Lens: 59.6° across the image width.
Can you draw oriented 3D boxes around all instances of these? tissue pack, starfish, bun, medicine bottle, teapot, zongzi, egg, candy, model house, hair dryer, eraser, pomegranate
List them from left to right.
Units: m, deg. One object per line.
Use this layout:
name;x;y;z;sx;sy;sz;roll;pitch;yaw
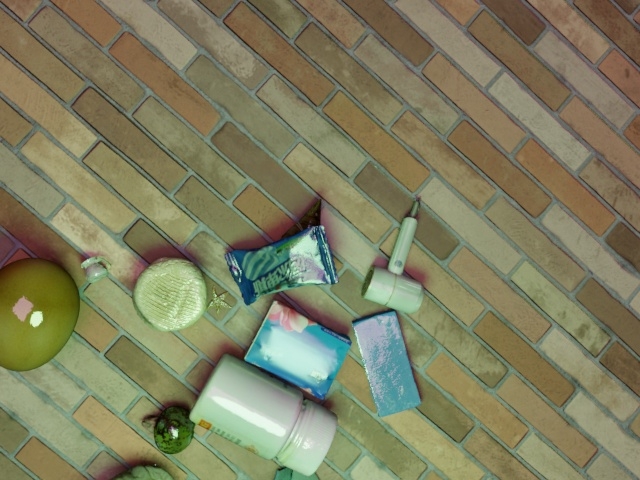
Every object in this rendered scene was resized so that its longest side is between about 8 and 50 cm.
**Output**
egg;-0.809;0.206;1.553;0.250;0.250;0.322;15;94;-4
teapot;-0.665;0.080;1.657;0.083;0.064;0.064;-34;85;1
bun;-0.524;0.761;1.592;0.282;0.281;0.204;-36;59;-3
bun;-0.438;0.156;1.639;0.221;0.134;0.220;0;83;-4
pomegranate;-0.444;0.555;1.663;0.126;0.163;0.138;-10;110;-42
starfish;-0.318;0.186;1.708;0.092;0.016;0.086;-34;91;-1
medicine bottle;-0.162;0.504;1.621;0.389;0.219;0.219;28;89;-4
candy;-0.113;0.079;1.643;0.331;0.077;0.187;-15;102;18
model house;-0.095;0.758;1.694;0.149;0.119;0.148;-33;114;19
tissue pack;-0.068;0.325;1.665;0.270;0.137;0.209;29;90;-5
zongzi;0.000;0.000;1.690;0.187;0.084;0.184;44;93;-5
eraser;0.204;0.381;1.733;0.144;0.042;0.311;-16;92;-4
hair dryer;0.261;0.034;1.715;0.173;0.107;0.357;20;83;-7
